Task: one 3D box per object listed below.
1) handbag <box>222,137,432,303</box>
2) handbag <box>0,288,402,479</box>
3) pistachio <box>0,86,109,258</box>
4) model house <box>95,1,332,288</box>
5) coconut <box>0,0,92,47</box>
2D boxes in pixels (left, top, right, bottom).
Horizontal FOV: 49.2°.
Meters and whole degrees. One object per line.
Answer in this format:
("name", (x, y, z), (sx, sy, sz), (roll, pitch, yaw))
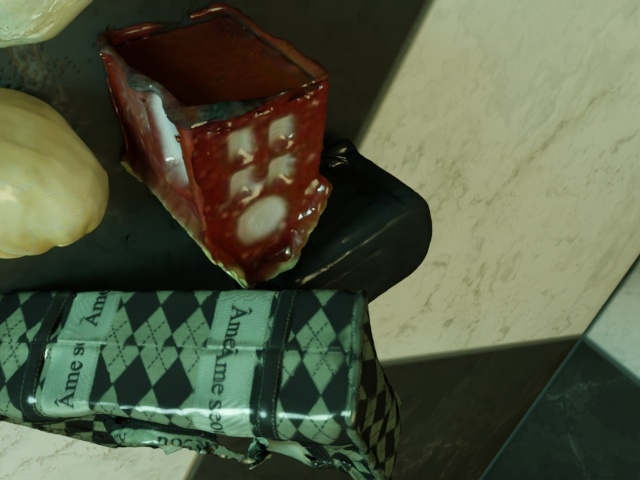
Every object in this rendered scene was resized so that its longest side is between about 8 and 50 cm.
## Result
("handbag", (0.000, 0.000, 0.898), (0.254, 0.181, 0.181), (-34, 143, -17))
("handbag", (-0.125, 0.176, 0.795), (0.317, 0.415, 0.180), (67, 27, -56))
("pistachio", (-0.286, -0.061, 0.624), (0.200, 0.117, 0.145), (25, 67, -45))
("model house", (-0.100, -0.080, 0.715), (0.160, 0.196, 0.254), (-29, 141, -25))
("coconut", (-0.218, -0.227, 0.485), (0.162, 0.161, 0.161), (-40, 144, 5))
